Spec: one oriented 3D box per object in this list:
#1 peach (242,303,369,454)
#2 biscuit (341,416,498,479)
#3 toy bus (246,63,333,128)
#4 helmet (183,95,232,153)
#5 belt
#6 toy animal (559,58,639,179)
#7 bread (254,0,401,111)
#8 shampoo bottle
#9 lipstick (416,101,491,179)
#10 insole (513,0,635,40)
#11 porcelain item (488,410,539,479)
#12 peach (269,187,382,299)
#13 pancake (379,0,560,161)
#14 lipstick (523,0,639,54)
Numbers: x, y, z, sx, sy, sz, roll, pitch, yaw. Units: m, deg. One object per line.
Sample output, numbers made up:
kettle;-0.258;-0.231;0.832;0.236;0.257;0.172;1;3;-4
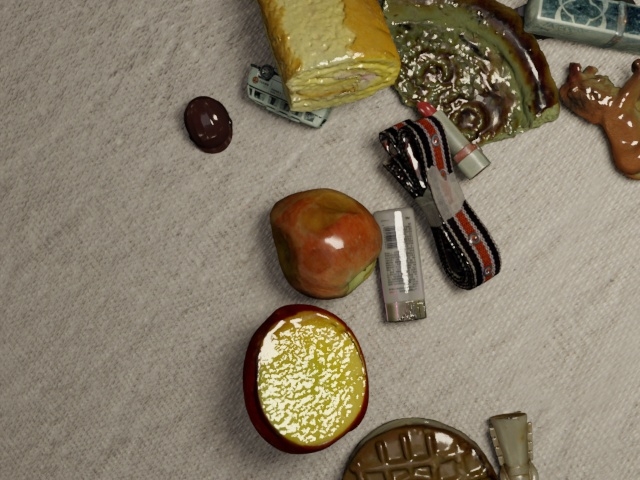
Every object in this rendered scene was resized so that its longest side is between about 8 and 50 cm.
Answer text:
peach;-0.044;0.256;1.369;0.245;0.249;0.274;-6;94;47
biscuit;0.195;0.513;1.397;0.332;0.103;0.331;0;88;8
toy bus;-0.065;-0.298;1.467;0.194;0.087;0.089;24;101;6
helmet;-0.240;-0.248;1.494;0.098;0.070;0.123;-22;85;6
belt;0.238;-0.074;1.386;0.094;0.126;0.359;-30;91;-32
toy animal;0.588;-0.224;1.378;0.158;0.097;0.312;-28;87;13
bread;-0.002;-0.451;1.388;0.237;0.165;0.375;-17;68;-6
shampoo bottle;0.161;0.049;1.438;0.086;0.056;0.227;-8;87;4
lipstick;0.256;-0.207;1.400;0.057;0.063;0.186;-42;82;21
insole;0.475;-0.446;1.433;0.310;0.012;0.110;-14;91;7
porcelain item;0.389;0.449;1.397;0.084;0.054;0.213;-10;86;10
peach;0.000;0.000;1.395;0.214;0.214;0.235;-48;65;4
pancake;0.270;-0.358;1.424;0.305;0.067;0.426;-36;89;8
lipstick;0.537;-0.417;1.362;0.290;0.076;0.077;9;84;-4
